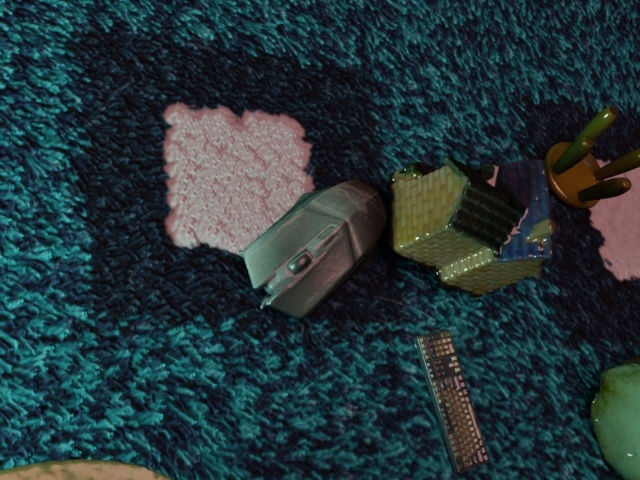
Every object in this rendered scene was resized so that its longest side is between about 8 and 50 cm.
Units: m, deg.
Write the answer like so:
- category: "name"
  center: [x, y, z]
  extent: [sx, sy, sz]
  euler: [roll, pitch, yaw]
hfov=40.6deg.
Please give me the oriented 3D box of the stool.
- category: "stool"
  center: [0.406, -0.115, 1.278]
  extent: [0.134, 0.110, 0.135]
  euler: [6, 67, -22]

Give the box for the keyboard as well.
- category: "keyboard"
  center: [0.167, 0.202, 1.099]
  extent: [0.055, 0.014, 0.176]
  euler: [-8, 74, -30]

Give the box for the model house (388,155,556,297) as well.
- category: "model house"
  center: [0.207, -0.037, 1.098]
  extent: [0.183, 0.172, 0.166]
  euler: [17, 65, -34]

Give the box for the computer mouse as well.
- category: "computer mouse"
  center: [0.002, 0.001, 1.067]
  extent: [0.231, 0.071, 0.126]
  euler: [-40, 90, -31]

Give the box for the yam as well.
- category: "yam"
  center: [0.535, 0.216, 1.164]
  extent: [0.300, 0.195, 0.195]
  euler: [-15, 77, -28]

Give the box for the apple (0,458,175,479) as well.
- category: "apple"
  center: [-0.233, 0.375, 0.693]
  extent: [0.360, 0.320, 0.311]
  euler: [-9, 113, -22]
